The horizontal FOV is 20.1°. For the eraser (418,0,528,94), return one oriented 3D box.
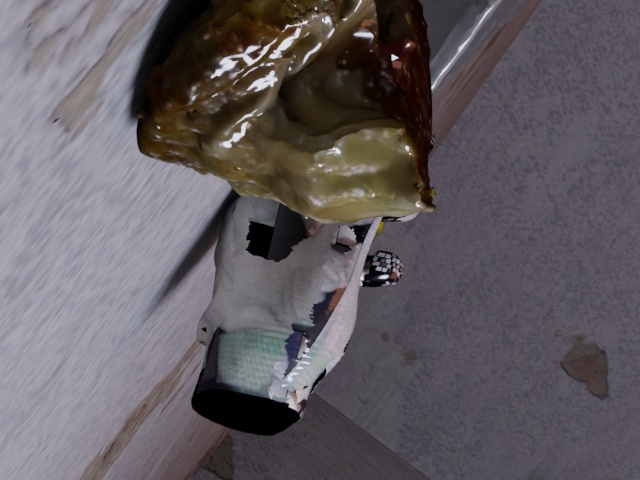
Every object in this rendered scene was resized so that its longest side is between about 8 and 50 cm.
[{"bbox_3d":[0.090,-0.167,0.869,0.111,0.077,0.352,-52,178,23],"label":"eraser"}]

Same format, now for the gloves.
[{"bbox_3d":[-0.008,0.000,1.027,0.127,0.111,0.212,66,34,-63],"label":"gloves"}]

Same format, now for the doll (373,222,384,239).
[{"bbox_3d":[0.028,-0.027,1.574,0.104,0.062,0.194,-6,-139,38],"label":"doll"}]

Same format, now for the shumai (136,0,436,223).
[{"bbox_3d":[-0.002,-0.062,0.611,0.139,0.105,0.123,-16,-147,51],"label":"shumai"}]
